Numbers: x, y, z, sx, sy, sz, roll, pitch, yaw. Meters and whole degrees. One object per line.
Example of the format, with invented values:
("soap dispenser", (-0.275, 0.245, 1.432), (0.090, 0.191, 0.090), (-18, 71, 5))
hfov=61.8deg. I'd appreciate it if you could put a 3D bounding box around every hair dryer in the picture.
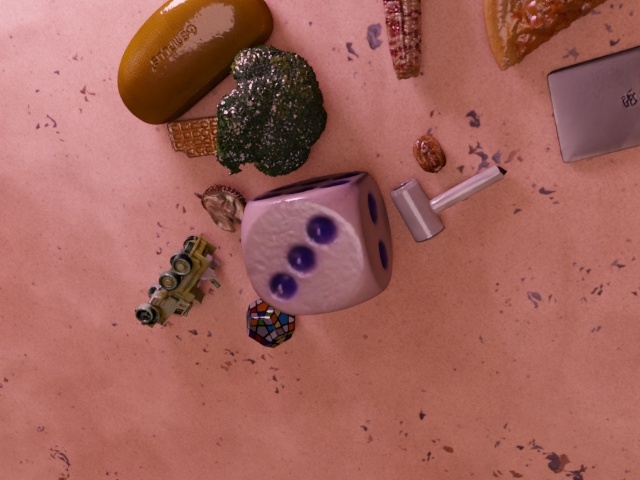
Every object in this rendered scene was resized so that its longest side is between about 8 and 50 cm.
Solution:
("hair dryer", (0.279, -0.103, 1.135), (0.237, 0.073, 0.131), (-27, 99, 17))

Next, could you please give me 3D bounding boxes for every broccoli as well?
("broccoli", (-0.112, -0.264, 1.107), (0.242, 0.262, 0.269), (-1, 109, 55))

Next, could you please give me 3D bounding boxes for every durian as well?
("durian", (-0.228, -0.087, 1.257), (0.140, 0.071, 0.110), (30, 118, -13))

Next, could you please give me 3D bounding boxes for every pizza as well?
("pizza", (0.383, -0.492, 0.972), (0.268, 0.087, 0.257), (-34, 95, 24))

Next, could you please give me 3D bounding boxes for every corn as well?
("corn", (0.163, -0.438, 1.043), (0.080, 0.079, 0.237), (-5, 108, 15))

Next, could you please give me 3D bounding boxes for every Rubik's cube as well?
("Rubik's cube", (-0.123, 0.198, 1.307), (0.112, 0.133, 0.133), (-16, 106, 47))

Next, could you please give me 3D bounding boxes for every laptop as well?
("laptop", (0.592, -0.271, 1.030), (0.269, 0.015, 0.187), (-13, 105, 17))

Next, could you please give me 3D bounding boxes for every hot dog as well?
("hot dog", (0.232, -0.182, 1.135), (0.058, 0.035, 0.083), (-30, 100, 17))

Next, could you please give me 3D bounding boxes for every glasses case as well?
("glasses case", (-0.281, -0.402, 1.124), (0.371, 0.141, 0.173), (-33, 98, 21))

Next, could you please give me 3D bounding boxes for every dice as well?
("dice", (0.000, 0.000, 1.146), (0.259, 0.243, 0.251), (-9, 107, 19))

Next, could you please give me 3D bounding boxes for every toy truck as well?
("toy truck", (-0.344, 0.119, 1.331), (0.135, 0.128, 0.259), (38, 113, -16))

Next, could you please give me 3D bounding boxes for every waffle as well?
("waffle", (-0.287, -0.239, 1.245), (0.135, 0.021, 0.092), (-6, 107, 15))
